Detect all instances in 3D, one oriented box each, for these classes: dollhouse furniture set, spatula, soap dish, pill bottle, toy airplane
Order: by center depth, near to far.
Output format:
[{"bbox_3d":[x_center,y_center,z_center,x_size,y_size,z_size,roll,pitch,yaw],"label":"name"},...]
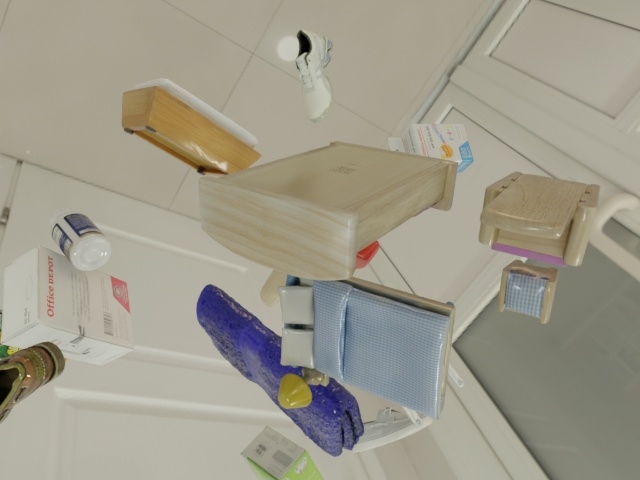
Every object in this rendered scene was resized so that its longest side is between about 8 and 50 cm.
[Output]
[{"bbox_3d":[0.052,0.089,0.454,0.198,0.286,0.304,-29,128,-50],"label":"dollhouse furniture set"},{"bbox_3d":[0.156,0.207,0.937,0.168,0.242,0.019,-30,163,-28],"label":"spatula"},{"bbox_3d":[-0.567,-0.009,1.163,0.094,0.169,0.094,-32,141,-30],"label":"pill bottle"},{"bbox_3d":[-0.315,-0.255,1.189,0.290,0.229,0.118,30,80,-39],"label":"soap dish"},{"bbox_3d":[0.000,0.000,1.489,0.386,0.384,0.272,-26,127,20],"label":"toy airplane"}]

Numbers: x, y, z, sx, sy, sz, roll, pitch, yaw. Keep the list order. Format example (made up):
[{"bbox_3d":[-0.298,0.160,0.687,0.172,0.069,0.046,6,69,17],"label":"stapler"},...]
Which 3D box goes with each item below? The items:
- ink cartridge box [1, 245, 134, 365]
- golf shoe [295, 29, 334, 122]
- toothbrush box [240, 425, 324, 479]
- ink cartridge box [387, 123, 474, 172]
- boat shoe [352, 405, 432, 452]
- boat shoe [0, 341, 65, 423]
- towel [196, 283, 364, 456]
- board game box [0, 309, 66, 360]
[{"bbox_3d":[-0.601,0.164,1.202,0.117,0.207,0.283,-27,148,13],"label":"ink cartridge box"},{"bbox_3d":[-0.023,-0.316,0.956,0.069,0.176,0.086,-8,170,37],"label":"golf shoe"},{"bbox_3d":[-0.087,0.731,1.510,0.122,0.206,0.283,-42,120,-29],"label":"toothbrush box"},{"bbox_3d":[0.261,-0.217,1.182,0.181,0.104,0.061,-5,161,-20],"label":"ink cartridge box"},{"bbox_3d":[0.129,0.358,0.967,0.184,0.063,0.066,-35,154,33],"label":"boat shoe"},{"bbox_3d":[-0.644,0.296,0.959,0.307,0.104,0.111,-38,86,12],"label":"boat shoe"},{"bbox_3d":[-0.072,0.218,0.812,0.076,0.308,0.228,-47,150,-20],"label":"towel"},{"bbox_3d":[-0.831,0.277,1.422,0.259,0.030,0.136,23,93,-51],"label":"board game box"}]
